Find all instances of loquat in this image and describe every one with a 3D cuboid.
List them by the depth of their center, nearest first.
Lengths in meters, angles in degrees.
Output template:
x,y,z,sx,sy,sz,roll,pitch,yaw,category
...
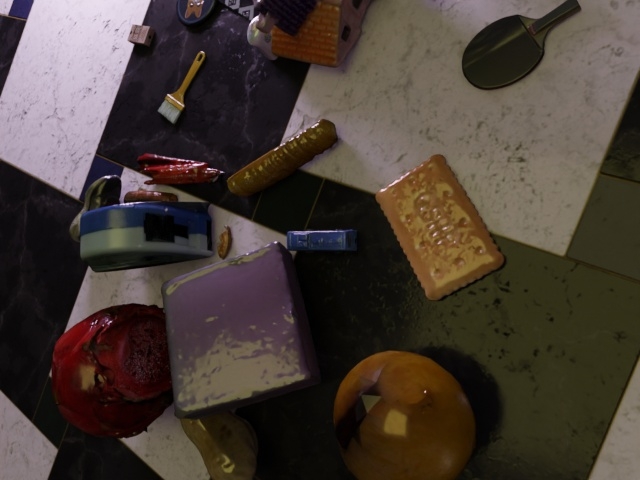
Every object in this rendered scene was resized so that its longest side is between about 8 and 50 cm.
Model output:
x,y,z,sx,sy,sz,roll,pitch,yaw,category
0.133,0.296,0.817,0.235,0.235,0.235,-5,79,29,loquat

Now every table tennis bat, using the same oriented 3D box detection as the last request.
x,y,z,sx,sy,sz,roll,pitch,yaw,category
0.365,-0.365,0.918,0.220,0.019,0.130,-31,69,24,table tennis bat
-0.327,-0.698,1.370,0.150,0.027,0.236,13,90,30,table tennis bat

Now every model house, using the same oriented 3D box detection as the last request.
x,y,z,sx,sy,sz,roll,pitch,yaw,category
-0.015,-0.503,1.041,0.202,0.237,0.237,24,98,24,model house

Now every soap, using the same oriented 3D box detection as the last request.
x,y,z,sx,sy,sz,roll,pitch,yaw,category
-0.170,0.183,1.021,0.286,0.107,0.296,-17,64,7,soap

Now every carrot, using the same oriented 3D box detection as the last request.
x,y,z,sx,sy,sz,roll,pitch,yaw,category
-0.451,-0.107,1.322,0.162,0.055,0.055,0,82,27,carrot

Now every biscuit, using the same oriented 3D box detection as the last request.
x,y,z,sx,sy,sz,roll,pitch,yaw,category
0.215,-0.027,0.938,0.160,0.030,0.249,-32,67,21,biscuit

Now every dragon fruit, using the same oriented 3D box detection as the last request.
x,y,z,sx,sy,sz,roll,pitch,yaw,category
-0.444,0.285,1.120,0.302,0.296,0.295,-42,58,56,dragon fruit

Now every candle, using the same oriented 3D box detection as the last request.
x,y,z,sx,sy,sz,roll,pitch,yaw,category
-0.359,-0.179,1.278,0.302,0.059,0.084,6,94,30,candle

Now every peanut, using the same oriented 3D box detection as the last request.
x,y,z,sx,sy,sz,roll,pitch,yaw,category
-0.213,0.397,1.061,0.274,0.125,0.111,47,127,34,peanut

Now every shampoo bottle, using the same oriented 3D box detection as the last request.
x,y,z,sx,sy,sz,roll,pitch,yaw,category
-0.130,-0.478,1.173,0.043,0.099,0.072,18,90,31,shampoo bottle

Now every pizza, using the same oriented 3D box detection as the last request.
x,y,z,sx,sy,sz,roll,pitch,yaw,category
-0.228,0.005,1.196,0.037,0.016,0.083,9,90,29,pizza

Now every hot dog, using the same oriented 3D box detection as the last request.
x,y,z,sx,sy,sz,roll,pitch,yaw,category
-0.085,-0.175,1.112,0.289,0.083,0.068,-26,89,24,hot dog

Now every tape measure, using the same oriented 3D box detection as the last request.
x,y,z,sx,sy,sz,roll,pitch,yaw,category
-0.419,-0.006,1.178,0.259,0.262,0.138,-11,86,29,tape measure

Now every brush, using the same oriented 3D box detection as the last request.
x,y,z,sx,sy,sz,roll,pitch,yaw,category
-0.366,-0.418,1.351,0.083,0.011,0.205,38,100,30,brush

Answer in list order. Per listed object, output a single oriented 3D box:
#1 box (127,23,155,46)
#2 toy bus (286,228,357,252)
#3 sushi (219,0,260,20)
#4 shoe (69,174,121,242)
x,y,z,sx,sy,sz,roll,pitch,yaw,category
-0.525,-0.600,1.464,0.083,0.024,0.053,20,92,29,box
0.000,0.000,1.040,0.153,0.061,0.051,0,87,28,toy bus
-0.164,-0.678,1.247,0.231,0.047,0.219,40,101,25,sushi
-0.598,-0.068,1.380,0.112,0.099,0.227,43,107,21,shoe
